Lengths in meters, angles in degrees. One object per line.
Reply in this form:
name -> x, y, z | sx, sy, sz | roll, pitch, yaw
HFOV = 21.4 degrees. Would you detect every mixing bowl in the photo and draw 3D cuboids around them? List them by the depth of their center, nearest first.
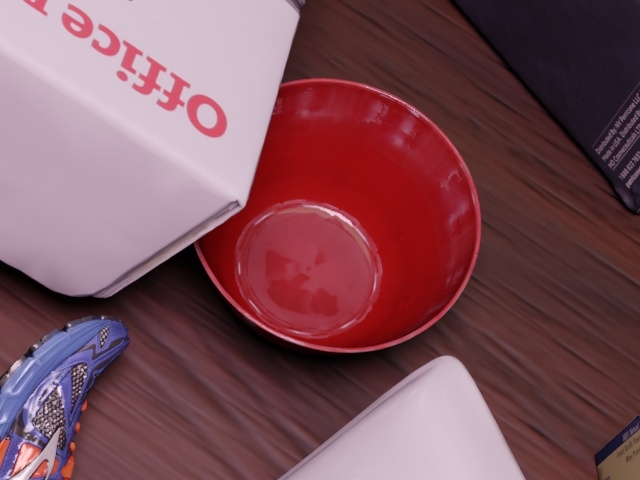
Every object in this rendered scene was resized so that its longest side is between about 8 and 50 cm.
mixing bowl -> 0.000, 0.000, 1.059 | 0.182, 0.098, 0.181 | 5, 66, -11

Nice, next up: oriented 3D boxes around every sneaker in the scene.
sneaker -> -0.176, 0.137, 0.981 | 0.087, 0.083, 0.221 | 38, 69, -9

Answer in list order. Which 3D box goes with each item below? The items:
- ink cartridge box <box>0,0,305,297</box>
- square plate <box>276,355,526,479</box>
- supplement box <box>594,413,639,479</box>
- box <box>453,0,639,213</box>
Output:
ink cartridge box -> -0.152, -0.208, 0.999 | 0.285, 0.166, 0.394 | 32, 51, -25
square plate -> -0.003, 0.283, 0.811 | 0.347, 0.049, 0.344 | -38, 60, 19
supplement box -> 0.215, 0.158, 1.042 | 0.056, 0.083, 0.083 | -1, 65, -13
box -> 0.251, -0.233, 1.173 | 0.296, 0.182, 0.294 | -35, 76, -24
